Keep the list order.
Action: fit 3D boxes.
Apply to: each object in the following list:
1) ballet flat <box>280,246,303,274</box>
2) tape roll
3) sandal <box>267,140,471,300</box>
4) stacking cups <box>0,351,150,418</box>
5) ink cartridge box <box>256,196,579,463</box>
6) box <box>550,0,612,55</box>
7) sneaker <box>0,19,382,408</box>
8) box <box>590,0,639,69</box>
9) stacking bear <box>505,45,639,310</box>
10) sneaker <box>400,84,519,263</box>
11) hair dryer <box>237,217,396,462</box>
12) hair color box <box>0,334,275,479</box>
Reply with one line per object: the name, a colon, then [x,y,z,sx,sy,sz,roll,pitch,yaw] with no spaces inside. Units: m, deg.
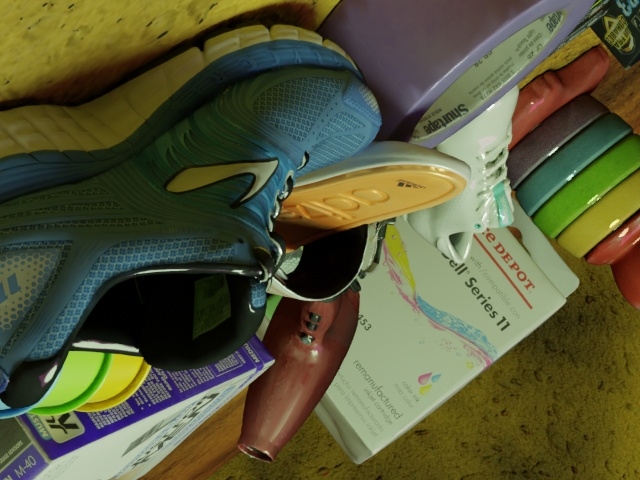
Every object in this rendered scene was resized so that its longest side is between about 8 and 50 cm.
ballet flat: [-0.024,-0.030,1.055,0.079,0.077,0.221,-12,154,-27]
tape roll: [0.084,-0.134,0.907,0.189,0.080,0.189,-36,171,-7]
sandal: [-0.008,-0.003,0.922,0.102,0.076,0.265,18,161,-31]
stacking cups: [-0.186,0.053,0.775,0.096,0.096,0.316,-39,168,7]
ink cartridge box: [0.123,0.061,1.572,0.353,0.207,0.119,-36,172,-16]
box: [0.156,-0.169,1.116,0.190,0.045,0.184,-37,168,-2]
sneaker: [-0.072,-0.007,0.726,0.330,0.147,0.130,-30,168,-44]
box: [0.412,-0.313,1.311,0.293,0.073,0.295,-35,171,-12]
stacking bear: [0.322,-0.044,1.566,0.175,0.289,0.164,-29,167,-43]
sneaker: [0.129,-0.056,1.139,0.080,0.094,0.212,-28,161,-25]
hair dryer: [-0.014,0.062,1.249,0.223,0.080,0.294,-33,144,-69]
hair color box: [-0.195,0.140,1.089,0.185,0.110,0.339,-42,168,23]
